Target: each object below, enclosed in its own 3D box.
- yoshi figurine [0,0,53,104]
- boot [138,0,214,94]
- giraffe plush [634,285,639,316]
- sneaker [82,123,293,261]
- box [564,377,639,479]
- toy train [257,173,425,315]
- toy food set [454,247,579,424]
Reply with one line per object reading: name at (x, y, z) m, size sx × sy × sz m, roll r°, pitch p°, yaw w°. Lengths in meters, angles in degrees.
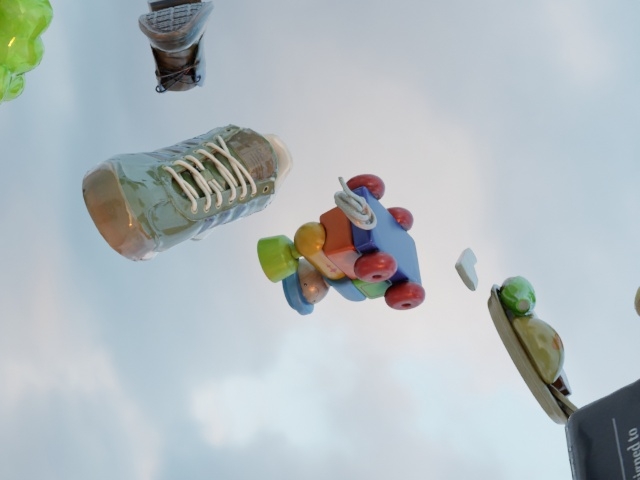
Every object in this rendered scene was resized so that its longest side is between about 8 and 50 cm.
yoshi figurine at (-0.208, -0.045, 0.519) m, size 0.362 × 0.203 × 0.203 m, roll -52°, pitch -154°, yaw 45°
boot at (-0.143, -0.199, 1.612) m, size 0.219 × 0.082 × 0.106 m, roll -100°, pitch 179°, yaw -73°
giraffe plush at (0.369, -0.035, 1.384) m, size 0.210 × 0.181 × 0.171 m, roll -75°, pitch 155°, yaw -50°
sneaker at (-0.069, -0.039, 0.892) m, size 0.064 × 0.086 × 0.192 m, roll 61°, pitch 12°, yaw 3°
box at (0.372, 0.160, 0.767) m, size 0.293 × 0.395 × 0.212 m, roll 46°, pitch 26°, yaw -27°
toy train at (0.000, 0.000, 1.484) m, size 0.248 × 0.143 × 0.105 m, roll 43°, pitch 35°, yaw -59°
toy food set at (0.168, 0.083, 1.137) m, size 0.192 × 0.038 × 0.132 m, roll 59°, pitch 10°, yaw -3°
